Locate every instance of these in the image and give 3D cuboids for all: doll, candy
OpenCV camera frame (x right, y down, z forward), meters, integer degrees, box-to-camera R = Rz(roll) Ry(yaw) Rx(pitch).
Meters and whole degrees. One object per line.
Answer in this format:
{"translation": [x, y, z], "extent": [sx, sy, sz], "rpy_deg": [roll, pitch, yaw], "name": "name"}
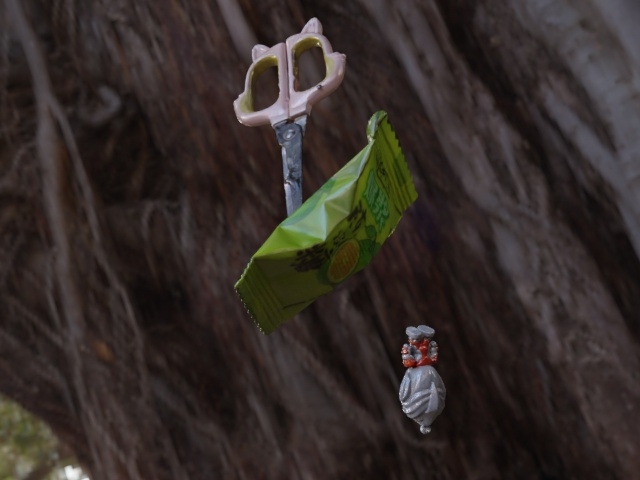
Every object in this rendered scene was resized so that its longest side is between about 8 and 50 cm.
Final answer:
{"translation": [0.170, 0.231, 2.269], "extent": [0.094, 0.180, 0.079], "rpy_deg": [-3, -1, -33], "name": "doll"}
{"translation": [0.013, -0.006, 1.404], "extent": [0.246, 0.069, 0.149], "rpy_deg": [-43, -34, -13], "name": "candy"}

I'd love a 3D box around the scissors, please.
{"translation": [-0.035, -0.146, 1.648], "extent": [0.160, 0.318, 0.024], "rpy_deg": [-22, -44, 19], "name": "scissors"}
